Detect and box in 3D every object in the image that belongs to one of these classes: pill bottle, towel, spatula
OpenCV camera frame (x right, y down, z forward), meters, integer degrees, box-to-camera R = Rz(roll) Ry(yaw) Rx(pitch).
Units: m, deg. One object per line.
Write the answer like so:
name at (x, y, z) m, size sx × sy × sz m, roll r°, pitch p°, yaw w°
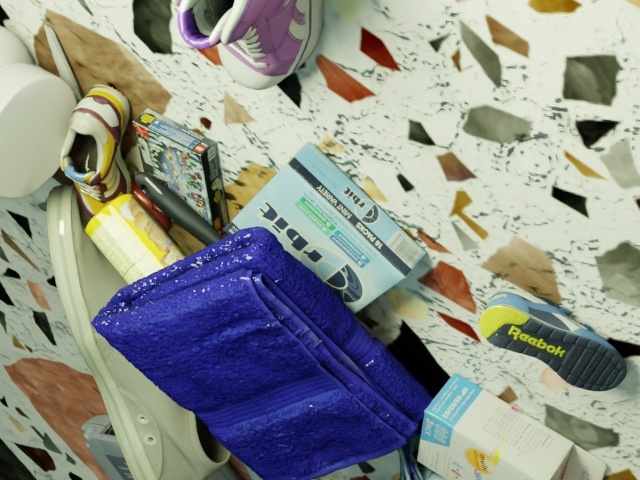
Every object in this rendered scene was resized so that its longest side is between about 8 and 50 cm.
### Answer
pill bottle at (-0.436, -0.174, 1.623) m, size 0.334 × 0.188 × 0.188 m, roll 26°, pitch 146°, yaw 25°
towel at (-0.055, 0.134, 1.505) m, size 0.228 × 0.076 × 0.308 m, roll -26°, pitch 126°, yaw 24°
spatula at (-0.090, 0.033, 1.571) m, size 0.296 × 0.030 × 0.084 m, roll 46°, pitch 148°, yaw 4°

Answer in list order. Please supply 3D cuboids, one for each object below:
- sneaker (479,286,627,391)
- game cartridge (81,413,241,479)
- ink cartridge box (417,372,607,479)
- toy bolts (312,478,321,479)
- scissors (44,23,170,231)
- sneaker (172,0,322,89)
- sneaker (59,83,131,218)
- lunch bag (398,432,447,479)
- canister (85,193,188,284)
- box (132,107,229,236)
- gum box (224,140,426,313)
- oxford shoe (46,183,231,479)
sneaker at (0.212, 0.085, 1.334) m, size 0.144 × 0.059 × 0.053 m, roll 29°, pitch 118°, yaw -6°
game cartridge at (-0.210, 0.344, 2.136) m, size 0.294 × 0.060 × 0.196 m, roll 0°, pitch 126°, yaw 49°
ink cartridge box at (0.193, 0.227, 1.515) m, size 0.181 × 0.061 × 0.104 m, roll 30°, pitch 147°, yaw 21°
toy bolts at (-0.022, 0.412, 1.874) m, size 0.158 × 0.218 × 0.228 m, roll 38°, pitch 128°, yaw 39°
scissors at (-0.261, -0.112, 1.660) m, size 0.109 × 0.021 × 0.297 m, roll 4°, pitch 133°, yaw 47°
sneaker at (-0.072, -0.191, 1.212) m, size 0.102 × 0.161 × 0.282 m, roll 35°, pitch 150°, yaw 10°
sneaker at (-0.250, -0.077, 1.599) m, size 0.070 × 0.084 × 0.185 m, roll 18°, pitch 134°, yaw 13°
lunch bag at (0.141, 0.289, 1.631) m, size 0.151 × 0.096 × 0.128 m, roll 42°, pitch 155°, yaw 30°
canister at (-0.171, 0.037, 1.607) m, size 0.170 × 0.073 × 0.126 m, roll 49°, pitch 179°, yaw 9°
box at (-0.147, -0.068, 1.576) m, size 0.094 × 0.027 × 0.137 m, roll 27°, pitch 146°, yaw 27°
gum box at (0.000, 0.000, 1.477) m, size 0.157 × 0.041 × 0.184 m, roll 43°, pitch 149°, yaw -3°
oxford shoe at (-0.219, 0.120, 1.811) m, size 0.130 × 0.169 × 0.449 m, roll -15°, pitch 117°, yaw 8°
